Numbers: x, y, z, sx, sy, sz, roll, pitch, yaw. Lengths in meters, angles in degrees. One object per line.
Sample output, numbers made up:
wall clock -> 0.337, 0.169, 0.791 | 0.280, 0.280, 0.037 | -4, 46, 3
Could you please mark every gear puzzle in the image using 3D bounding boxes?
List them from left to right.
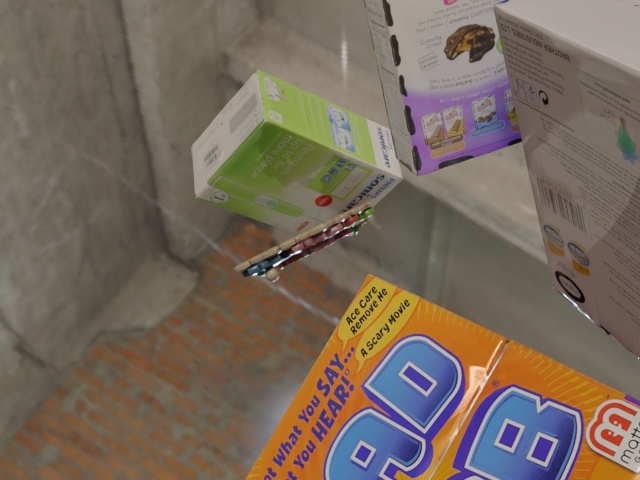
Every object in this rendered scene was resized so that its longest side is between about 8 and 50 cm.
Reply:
gear puzzle -> 0.000, 0.000, 1.666 | 0.175, 0.339, 0.044 | -26, -90, 22

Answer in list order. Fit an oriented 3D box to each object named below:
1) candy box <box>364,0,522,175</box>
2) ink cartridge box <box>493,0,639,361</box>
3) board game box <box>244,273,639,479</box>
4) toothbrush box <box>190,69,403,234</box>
candy box -> 0.145, -0.188, 1.107 | 0.070, 0.165, 0.196 | -129, -157, -64
ink cartridge box -> 0.313, -0.034, 0.985 | 0.270, 0.151, 0.395 | -128, -161, -60
board game box -> 0.164, 0.314, 1.157 | 0.356, 0.356, 0.356 | 25, -11, 33
toothbrush box -> -0.041, -0.129, 1.786 | 0.283, 0.122, 0.206 | 19, -46, -34
